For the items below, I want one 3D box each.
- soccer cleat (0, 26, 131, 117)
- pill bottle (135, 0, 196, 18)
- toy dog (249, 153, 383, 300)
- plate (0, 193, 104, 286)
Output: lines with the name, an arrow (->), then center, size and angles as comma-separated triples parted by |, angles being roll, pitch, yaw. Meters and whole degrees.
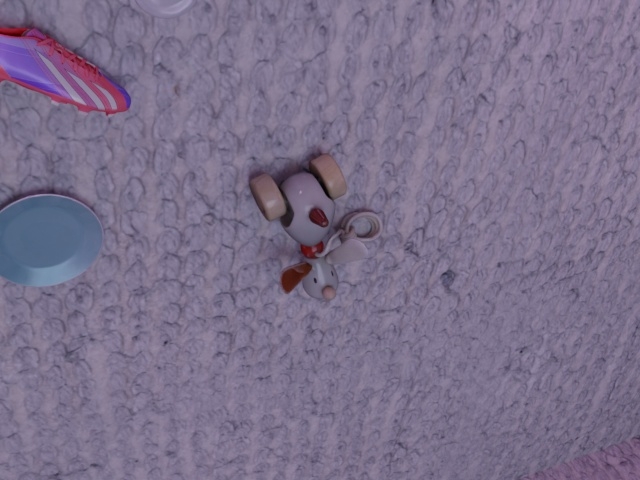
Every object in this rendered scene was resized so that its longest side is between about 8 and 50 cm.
soccer cleat -> -0.370, -0.241, 1.063 | 0.248, 0.083, 0.095 | 13, 108, -36
pill bottle -> -0.215, -0.354, 0.988 | 0.087, 0.160, 0.087 | -15, 132, -17
toy dog -> 0.000, 0.000, 1.401 | 0.220, 0.161, 0.333 | -37, 135, 5
plate -> -0.450, -0.002, 1.254 | 0.188, 0.024, 0.188 | -14, 131, -17
